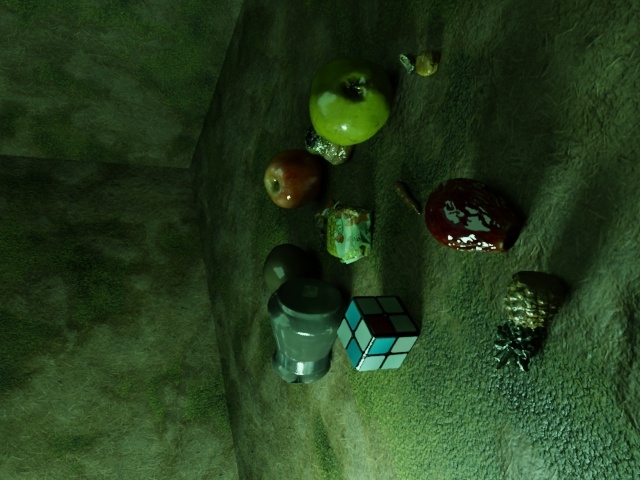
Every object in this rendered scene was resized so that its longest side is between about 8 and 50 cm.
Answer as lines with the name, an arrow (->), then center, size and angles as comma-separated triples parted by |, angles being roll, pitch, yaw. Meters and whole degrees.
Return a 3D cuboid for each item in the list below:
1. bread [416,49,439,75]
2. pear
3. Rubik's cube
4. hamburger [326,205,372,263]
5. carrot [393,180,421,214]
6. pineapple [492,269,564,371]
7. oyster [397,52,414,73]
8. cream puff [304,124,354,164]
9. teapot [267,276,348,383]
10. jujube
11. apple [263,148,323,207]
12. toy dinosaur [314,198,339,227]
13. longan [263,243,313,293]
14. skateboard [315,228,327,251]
bread -> 0.324, -0.536, 1.723 | 0.083, 0.046, 0.081 | 62, 144, 42
pear -> 0.091, -0.463, 1.955 | 0.375, 0.288, 0.287 | 162, 108, -77
Rubik's cube -> 0.181, 0.295, 1.826 | 0.167, 0.180, 0.183 | -68, 31, 33
hamburger -> 0.087, -0.026, 2.078 | 0.235, 0.125, 0.214 | 16, 94, 48
carrot -> 0.276, -0.136, 1.816 | 0.165, 0.036, 0.035 | 62, 141, 40
pineapple -> 0.475, 0.194, 1.325 | 0.128, 0.128, 0.247 | -132, 45, -54
oyster -> 0.277, -0.578, 1.834 | 0.051, 0.034, 0.093 | 108, 141, -62
cream puff -> 0.020, -0.384, 2.182 | 0.183, 0.169, 0.183 | -10, 79, 62
teapot -> -0.058, 0.335, 2.226 | 0.376, 0.306, 0.361 | -79, -2, -60
jujube -> 0.389, -0.057, 1.462 | 0.255, 0.190, 0.189 | 30, 116, 41
apple -> -0.102, -0.256, 2.362 | 0.242, 0.241, 0.241 | 23, 120, 48
toy dinosaur -> 0.037, -0.120, 2.289 | 0.212, 0.057, 0.142 | -48, 27, 37
longan -> -0.137, 0.133, 2.423 | 0.246, 0.215, 0.245 | 171, 90, -84
skateboard -> 0.000, 0.000, 2.367 | 0.063, 0.032, 0.083 | -114, 37, -57
